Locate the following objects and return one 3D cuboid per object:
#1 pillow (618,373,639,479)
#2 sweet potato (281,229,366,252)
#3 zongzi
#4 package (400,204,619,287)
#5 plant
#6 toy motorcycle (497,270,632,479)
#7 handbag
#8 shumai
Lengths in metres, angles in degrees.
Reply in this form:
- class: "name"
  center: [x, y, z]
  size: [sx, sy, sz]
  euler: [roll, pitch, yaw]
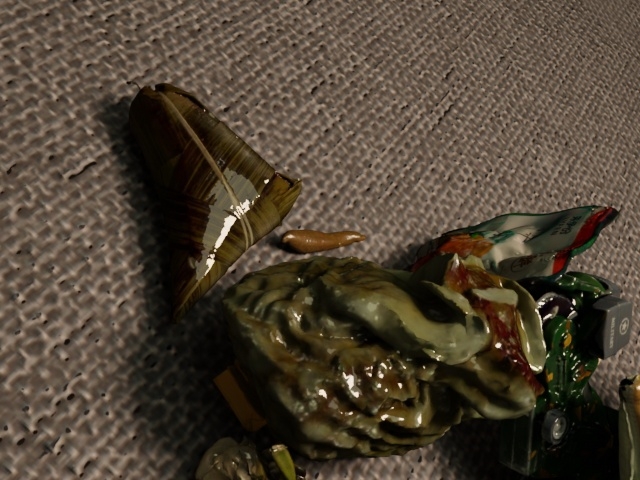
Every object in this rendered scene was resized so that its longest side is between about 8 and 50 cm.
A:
- class: "pillow"
  center: [0.374, 0.252, 0.815]
  size: [0.312, 0.119, 0.310]
  euler: [-3, 87, -45]
- class: "sweet potato"
  center: [0.000, 0.000, 0.876]
  size: [0.115, 0.026, 0.026]
  euler: [-2, 63, -45]
- class: "zongzi"
  center: [-0.137, -0.044, 0.766]
  size: [0.187, 0.084, 0.184]
  euler: [41, 54, 1]
- class: "package"
  center: [0.167, 0.011, 0.866]
  size: [0.166, 0.232, 0.040]
  euler: [-37, 108, -41]
- class: "plant"
  center: [-0.033, 0.191, 0.658]
  size: [0.117, 0.122, 0.104]
  euler: [16, 42, -21]
- class: "toy motorcycle"
  center: [0.246, 0.154, 0.842]
  size: [0.187, 0.125, 0.274]
  euler: [-17, 115, -38]
- class: "handbag"
  center: [-0.046, 0.125, 0.754]
  size: [0.083, 0.027, 0.061]
  euler: [-24, 75, -50]
- class: "shumai"
  center: [0.063, 0.076, 0.706]
  size: [0.256, 0.218, 0.189]
  euler: [12, 56, -60]
